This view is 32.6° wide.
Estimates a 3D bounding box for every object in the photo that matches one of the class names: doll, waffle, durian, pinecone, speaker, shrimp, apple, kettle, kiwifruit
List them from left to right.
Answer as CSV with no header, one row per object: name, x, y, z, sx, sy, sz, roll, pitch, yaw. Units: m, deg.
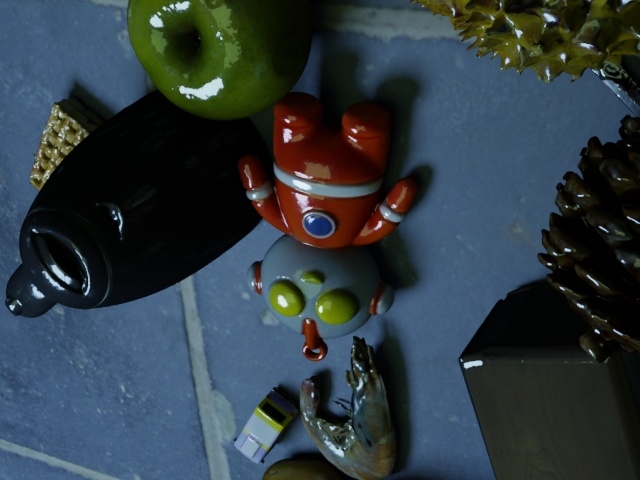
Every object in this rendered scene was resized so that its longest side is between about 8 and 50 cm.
waffle,-0.315,-0.103,1.405,0.102,0.042,0.148,39,131,8
kettle,-0.231,-0.014,1.245,0.207,0.290,0.268,49,132,-4
apple,-0.098,-0.222,1.114,0.196,0.157,0.196,19,123,32
kiwifruit,-0.022,0.329,1.465,0.124,0.075,0.075,-5,115,37
doll,0.000,0.000,1.224,0.200,0.105,0.336,10,123,7
shrimp,0.031,0.209,1.371,0.144,0.052,0.251,18,127,26
speaker,0.271,0.174,1.130,0.193,0.153,0.230,-5,114,35
durian,0.240,-0.245,0.903,0.341,0.112,0.191,-38,95,28
pinecone,0.311,-0.010,0.957,0.224,0.224,0.272,29,101,15

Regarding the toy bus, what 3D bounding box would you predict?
toy bus,-0.073,0.250,1.457,0.052,0.058,0.102,38,130,8

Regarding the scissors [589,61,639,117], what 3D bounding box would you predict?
scissors,0.204,-0.231,1.011,0.317,0.024,0.160,48,131,-1
